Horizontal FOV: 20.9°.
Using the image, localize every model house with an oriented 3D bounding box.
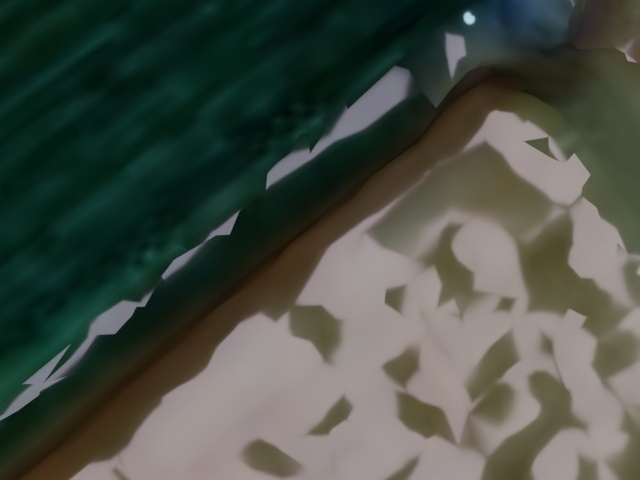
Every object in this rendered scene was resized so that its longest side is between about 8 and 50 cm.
[{"bbox_3d":[0.000,0.000,0.481,0.382,0.334,0.343,-43,102,-21],"label":"model house"}]
